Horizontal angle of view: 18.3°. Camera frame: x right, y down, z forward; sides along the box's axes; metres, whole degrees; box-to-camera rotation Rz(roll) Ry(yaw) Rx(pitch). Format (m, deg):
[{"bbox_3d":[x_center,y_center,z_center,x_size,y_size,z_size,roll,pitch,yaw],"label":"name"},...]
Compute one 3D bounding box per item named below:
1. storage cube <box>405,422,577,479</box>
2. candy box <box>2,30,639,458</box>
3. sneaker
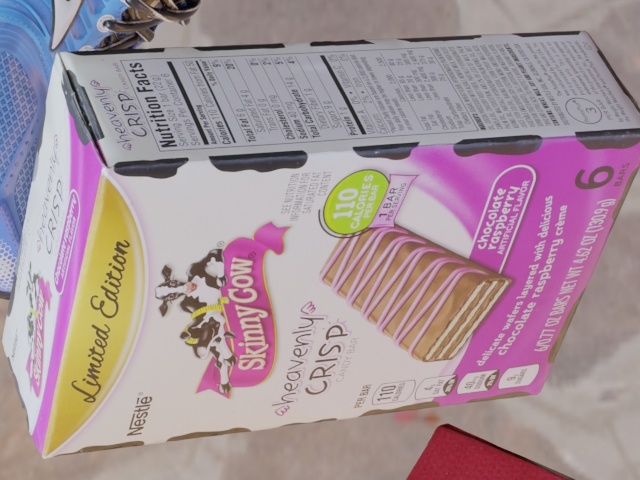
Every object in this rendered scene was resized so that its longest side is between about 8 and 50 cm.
[{"bbox_3d":[0.087,0.209,0.639,0.193,0.184,0.215,22,151,31],"label":"storage cube"},{"bbox_3d":[0.000,0.000,0.804,0.233,0.071,0.159,-5,135,-23],"label":"candy box"},{"bbox_3d":[-0.125,-0.127,1.021,0.147,0.130,0.330,11,98,8],"label":"sneaker"}]
